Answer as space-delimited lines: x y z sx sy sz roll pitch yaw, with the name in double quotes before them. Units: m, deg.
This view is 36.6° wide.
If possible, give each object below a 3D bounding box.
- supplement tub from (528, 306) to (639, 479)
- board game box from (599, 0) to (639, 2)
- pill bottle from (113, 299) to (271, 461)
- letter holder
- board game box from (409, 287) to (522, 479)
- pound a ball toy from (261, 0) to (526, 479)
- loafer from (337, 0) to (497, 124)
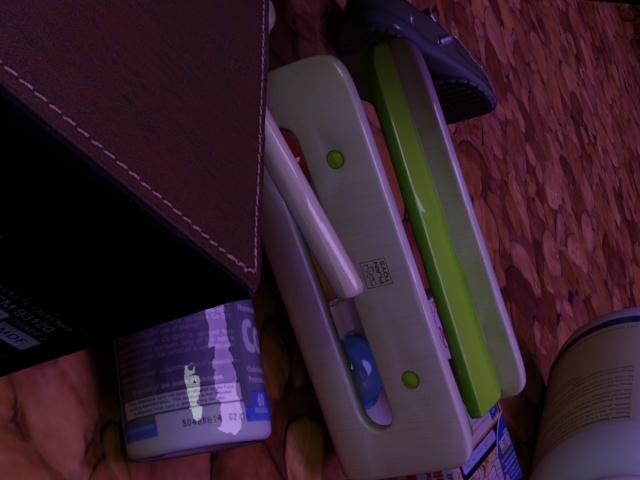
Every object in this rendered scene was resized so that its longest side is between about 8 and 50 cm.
"supplement tub" 0.342 0.242 1.013 0.235 0.235 0.325 64 29 -17
"board game box" 0.103 -0.345 0.597 0.356 0.356 0.356 -37 134 -71
"pill bottle" -0.073 0.045 0.521 0.078 0.078 0.137 14 63 -59
"letter holder" -0.164 -0.117 0.371 0.302 0.152 0.214 43 37 -44
"board game box" 0.111 0.144 0.845 0.146 0.045 0.194 -18 91 -63
"pound a ball toy" 0.000 0.000 0.629 0.208 0.135 0.319 -30 102 -57
"loafer" 0.105 -0.191 0.975 0.251 0.094 0.087 28 55 -54
